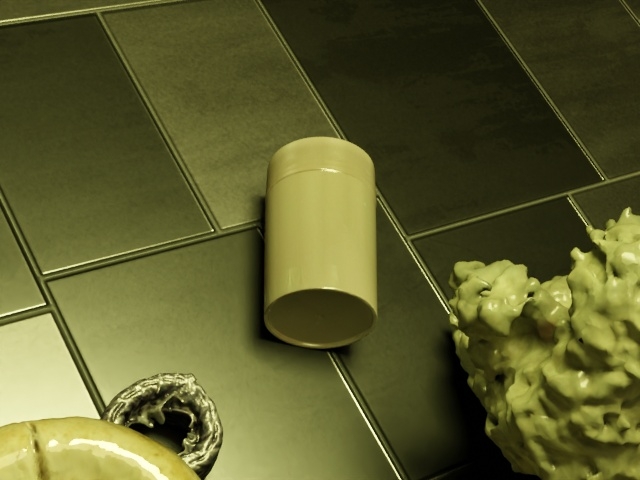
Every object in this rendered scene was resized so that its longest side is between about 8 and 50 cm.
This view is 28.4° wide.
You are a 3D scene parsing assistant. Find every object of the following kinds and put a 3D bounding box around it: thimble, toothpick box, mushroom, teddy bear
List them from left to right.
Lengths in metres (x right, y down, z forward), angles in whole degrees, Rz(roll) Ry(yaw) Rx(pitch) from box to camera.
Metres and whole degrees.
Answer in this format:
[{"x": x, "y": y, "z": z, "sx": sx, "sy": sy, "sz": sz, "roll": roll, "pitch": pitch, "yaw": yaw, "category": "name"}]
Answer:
[{"x": -0.169, "y": 0.216, "z": 0.918, "sx": 0.253, "sy": 0.195, "sz": 0.189, "roll": 24, "pitch": 51, "yaw": -1, "category": "mushroom"}, {"x": -0.135, "y": 0.167, "z": 1.061, "sx": 0.104, "sy": 0.066, "sz": 0.095, "roll": -31, "pitch": 71, "yaw": -35, "category": "thimble"}, {"x": 0.000, "y": 0.000, "z": 1.217, "sx": 0.111, "sy": 0.111, "sz": 0.181, "roll": 12, "pitch": 52, "yaw": -16, "category": "toothpick box"}, {"x": 0.239, "y": 0.106, "z": 1.109, "sx": 0.357, "sy": 0.224, "sz": 0.367, "roll": 35, "pitch": 4, "yaw": -27, "category": "teddy bear"}]
